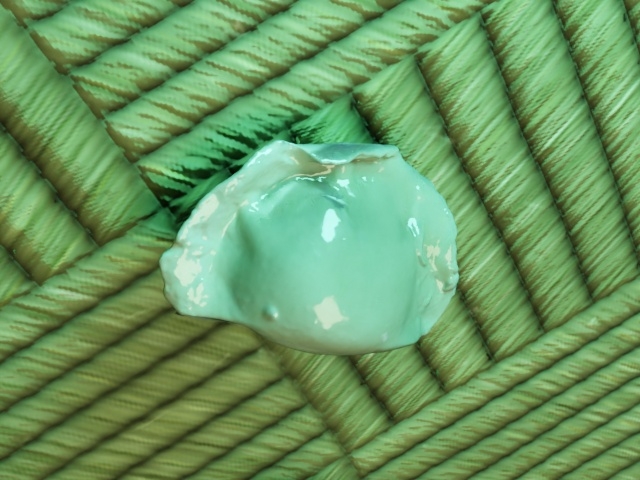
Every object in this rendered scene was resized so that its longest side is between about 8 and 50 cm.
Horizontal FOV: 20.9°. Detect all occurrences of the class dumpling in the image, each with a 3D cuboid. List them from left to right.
[{"bbox_3d":[0.000,0.000,0.990,0.188,0.108,0.127,11,102,-24],"label":"dumpling"}]
